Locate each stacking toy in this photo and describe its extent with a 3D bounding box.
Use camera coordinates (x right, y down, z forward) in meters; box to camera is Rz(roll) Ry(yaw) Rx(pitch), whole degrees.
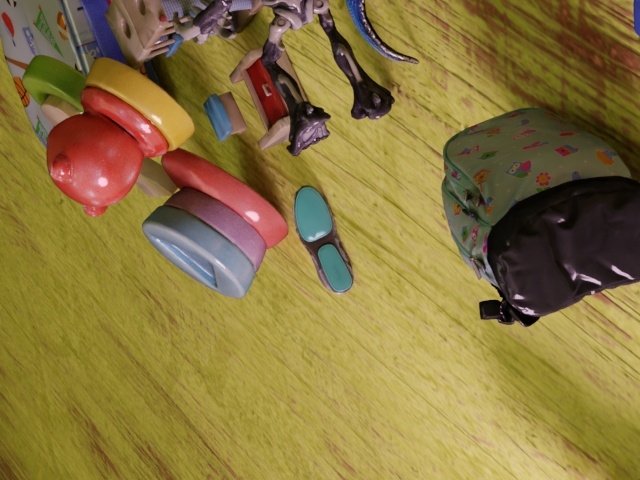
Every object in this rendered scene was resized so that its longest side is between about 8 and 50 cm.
[{"bbox_3d":[-0.205,-0.056,2.043,0.279,0.130,0.309,18,158,49],"label":"stacking toy"}]

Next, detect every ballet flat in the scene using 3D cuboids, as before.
[{"bbox_3d":[0.000,0.000,1.955,0.114,0.041,0.041,69,158,-2],"label":"ballet flat"}]

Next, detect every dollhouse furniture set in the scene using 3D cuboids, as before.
[{"bbox_3d":[-0.101,-0.178,1.886,0.184,0.129,0.129,65,158,7],"label":"dollhouse furniture set"}]

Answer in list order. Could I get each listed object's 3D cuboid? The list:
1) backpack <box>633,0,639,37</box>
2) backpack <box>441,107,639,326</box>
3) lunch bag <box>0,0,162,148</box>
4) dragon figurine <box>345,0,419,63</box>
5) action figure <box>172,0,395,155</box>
[{"bbox_3d":[0.251,-0.140,1.168,0.120,0.101,0.098,39,152,43],"label":"backpack"},{"bbox_3d":[0.163,-0.023,1.449,0.182,0.152,0.115,-131,31,-64],"label":"backpack"},{"bbox_3d":[-0.281,-0.236,2.268,0.243,0.115,0.303,-6,106,63],"label":"lunch bag"},{"bbox_3d":[0.029,-0.266,1.565,0.144,0.085,0.289,12,121,64],"label":"dragon figurine"},{"bbox_3d":[-0.047,-0.215,1.689,0.276,0.164,0.141,64,159,-12],"label":"action figure"}]
